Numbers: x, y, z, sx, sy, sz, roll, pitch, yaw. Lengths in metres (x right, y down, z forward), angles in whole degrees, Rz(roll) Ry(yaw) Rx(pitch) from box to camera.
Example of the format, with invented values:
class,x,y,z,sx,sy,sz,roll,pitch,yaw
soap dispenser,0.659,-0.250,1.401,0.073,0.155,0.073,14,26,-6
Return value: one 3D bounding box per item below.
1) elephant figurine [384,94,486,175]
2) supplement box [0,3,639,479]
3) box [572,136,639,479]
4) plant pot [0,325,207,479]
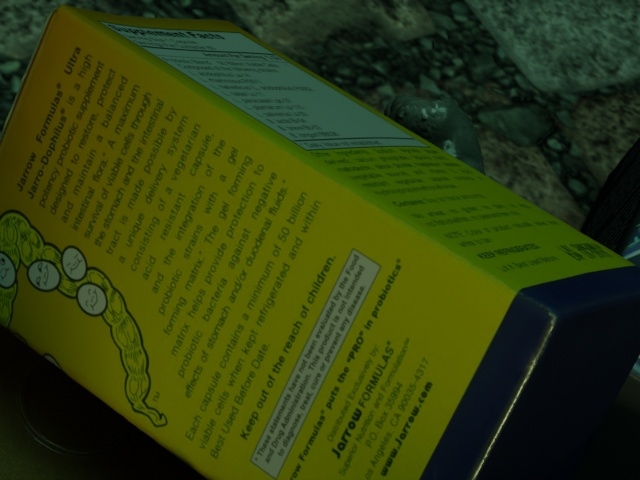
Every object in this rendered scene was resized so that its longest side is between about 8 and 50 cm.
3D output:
class,x,y,z,sx,sy,sz,roll,pitch,yaw
elephant figurine,0.000,0.000,1.247,0.239,0.186,0.169,-19,106,-25
supplement box,-0.011,0.027,1.054,0.356,0.195,0.194,33,18,24
box,0.319,0.080,1.273,0.293,0.212,0.395,33,47,1
plant pot,-0.159,0.111,1.137,0.236,0.032,0.236,14,48,-16
